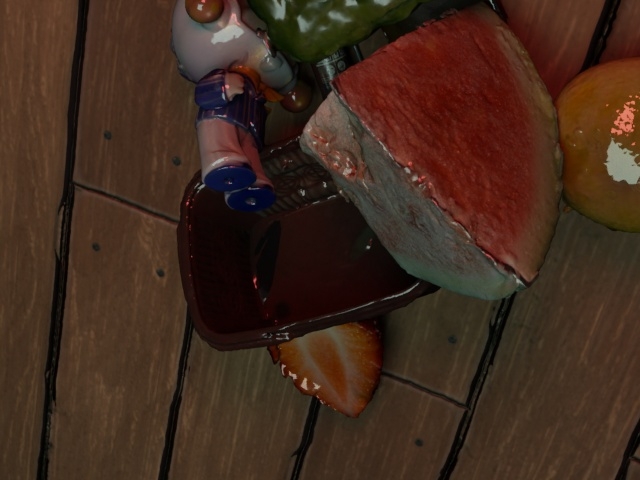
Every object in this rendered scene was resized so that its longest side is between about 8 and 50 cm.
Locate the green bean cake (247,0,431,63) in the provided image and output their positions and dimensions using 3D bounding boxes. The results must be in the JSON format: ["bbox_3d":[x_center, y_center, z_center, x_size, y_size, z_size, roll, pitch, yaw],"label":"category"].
[{"bbox_3d":[0.024,-0.319,1.044,0.247,0.156,0.250,-24,103,25],"label":"green bean cake"}]

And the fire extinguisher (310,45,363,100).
[{"bbox_3d":[0.014,-0.185,1.225,0.064,0.043,0.158,-25,110,-11],"label":"fire extinguisher"}]

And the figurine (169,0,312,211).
[{"bbox_3d":[-0.083,-0.157,1.176,0.133,0.194,0.274,-18,78,26],"label":"figurine"}]

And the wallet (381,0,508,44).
[{"bbox_3d":[0.094,-0.281,1.144,0.137,0.031,0.255,-19,108,30],"label":"wallet"}]

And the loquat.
[{"bbox_3d":[0.302,-0.099,1.081,0.172,0.149,0.204,31,113,12],"label":"loquat"}]

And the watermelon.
[{"bbox_3d":[0.103,-0.091,1.037,0.232,0.310,0.193,1,165,-11],"label":"watermelon"}]

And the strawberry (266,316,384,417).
[{"bbox_3d":[0.020,0.128,1.371,0.147,0.082,0.187,-5,119,32],"label":"strawberry"}]

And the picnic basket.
[{"bbox_3d":[0.000,0.000,1.243,0.297,0.129,0.222,-16,73,23],"label":"picnic basket"}]
